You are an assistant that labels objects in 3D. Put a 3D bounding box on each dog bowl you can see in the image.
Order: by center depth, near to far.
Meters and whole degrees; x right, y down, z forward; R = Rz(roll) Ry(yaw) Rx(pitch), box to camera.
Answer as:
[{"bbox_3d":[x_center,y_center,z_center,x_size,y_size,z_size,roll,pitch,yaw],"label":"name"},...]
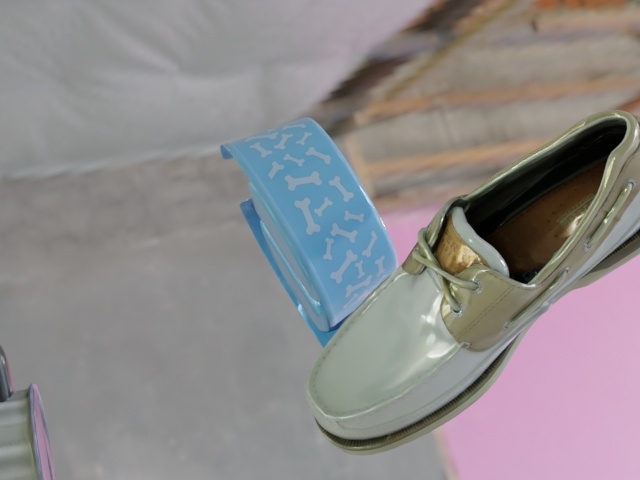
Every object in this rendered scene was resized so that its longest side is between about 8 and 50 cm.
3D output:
[{"bbox_3d":[0.000,0.000,1.560,0.074,0.166,0.297,-31,-17,-6],"label":"dog bowl"}]

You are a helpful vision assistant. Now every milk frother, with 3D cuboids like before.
[{"bbox_3d":[-0.216,0.120,1.027,0.135,0.129,0.143,-10,21,-4],"label":"milk frother"}]

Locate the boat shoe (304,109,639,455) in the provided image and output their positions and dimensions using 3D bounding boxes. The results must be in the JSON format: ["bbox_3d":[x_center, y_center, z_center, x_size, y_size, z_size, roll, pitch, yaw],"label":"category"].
[{"bbox_3d":[0.104,0.019,1.301,0.302,0.113,0.103,-41,-33,-2],"label":"boat shoe"}]
